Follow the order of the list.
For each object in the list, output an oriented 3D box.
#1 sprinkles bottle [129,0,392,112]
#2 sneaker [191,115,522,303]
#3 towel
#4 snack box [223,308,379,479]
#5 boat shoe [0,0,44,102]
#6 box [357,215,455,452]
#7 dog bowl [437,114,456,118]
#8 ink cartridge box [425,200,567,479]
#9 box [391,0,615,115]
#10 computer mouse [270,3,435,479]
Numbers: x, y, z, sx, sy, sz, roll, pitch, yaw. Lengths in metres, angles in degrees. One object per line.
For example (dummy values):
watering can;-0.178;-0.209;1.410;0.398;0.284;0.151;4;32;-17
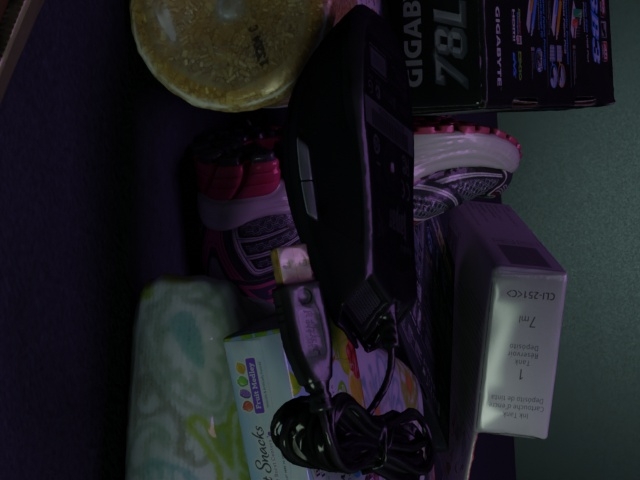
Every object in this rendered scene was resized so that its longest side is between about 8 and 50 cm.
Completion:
sprinkles bottle;-0.015;-0.146;1.065;0.355;0.121;0.121;-24;111;-76
sneaker;0.024;-0.029;1.114;0.299;0.121;0.112;-13;109;-45
towel;-0.020;0.211;0.994;0.374;0.090;0.320;30;55;-66
snack box;-0.005;0.109;0.880;0.100;0.037;0.141;-22;101;-66
boat shoe;-0.143;-0.096;0.491;0.104;0.110;0.307;56;33;-69
box;0.060;0.041;1.287;0.233;0.059;0.183;66;25;-57
dog bowl;0.107;-0.300;1.439;0.408;0.150;0.408;-6;90;-79
ink cartridge box;0.140;0.118;1.407;0.296;0.066;0.261;-99;-164;-78
box;0.133;-0.238;1.156;0.293;0.073;0.295;-13;101;-65
computer mouse;0.000;0.000;0.834;0.184;0.060;0.262;14;71;-68
